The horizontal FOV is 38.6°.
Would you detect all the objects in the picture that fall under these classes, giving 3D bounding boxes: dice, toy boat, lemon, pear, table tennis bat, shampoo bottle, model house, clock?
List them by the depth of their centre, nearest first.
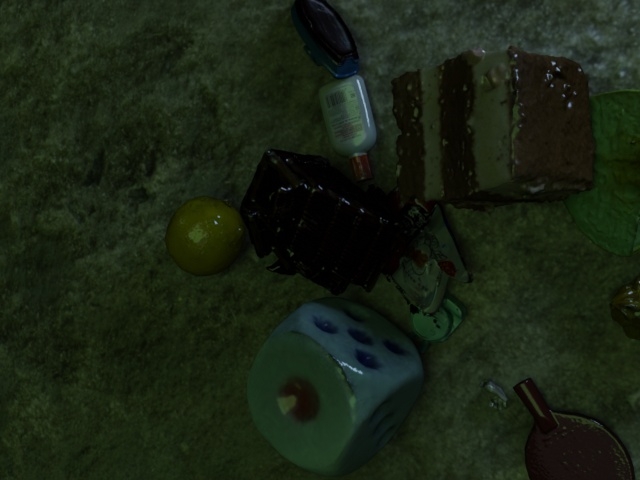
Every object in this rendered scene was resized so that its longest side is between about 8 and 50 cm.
[{"bbox_3d":[0.539,-0.139,1.660,0.239,0.139,0.288,25,114,45],"label":"pear"},{"bbox_3d":[0.478,0.408,1.776,0.200,0.038,0.310,-37,78,24],"label":"table tennis bat"},{"bbox_3d":[0.000,0.000,1.826,0.282,0.297,0.317,40,123,20],"label":"model house"},{"bbox_3d":[0.030,0.293,1.853,0.264,0.262,0.268,37,116,26],"label":"dice"},{"bbox_3d":[0.230,0.166,1.881,0.101,0.041,0.135,37,109,20],"label":"clock"},{"bbox_3d":[0.066,-0.232,1.928,0.108,0.051,0.221,-15,87,24],"label":"shampoo bottle"},{"bbox_3d":[0.004,-0.430,1.930,0.223,0.100,0.097,58,152,21],"label":"toy boat"},{"bbox_3d":[-0.261,-0.008,2.045,0.206,0.173,0.174,-35,78,33],"label":"lemon"}]

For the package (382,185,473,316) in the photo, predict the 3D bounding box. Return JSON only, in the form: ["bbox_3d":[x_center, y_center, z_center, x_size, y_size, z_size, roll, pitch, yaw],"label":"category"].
[{"bbox_3d":[0.199,0.016,1.870,0.194,0.071,0.269,-41,55,13],"label":"package"}]

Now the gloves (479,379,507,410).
[{"bbox_3d":[0.347,0.305,1.833,0.081,0.037,0.044,61,153,-7],"label":"gloves"}]

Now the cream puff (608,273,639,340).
[{"bbox_3d":[0.599,0.124,1.652,0.146,0.116,0.146,1,92,29],"label":"cream puff"}]

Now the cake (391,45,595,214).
[{"bbox_3d":[0.312,-0.190,1.657,0.290,0.255,0.282,-3,89,52],"label":"cake"}]
